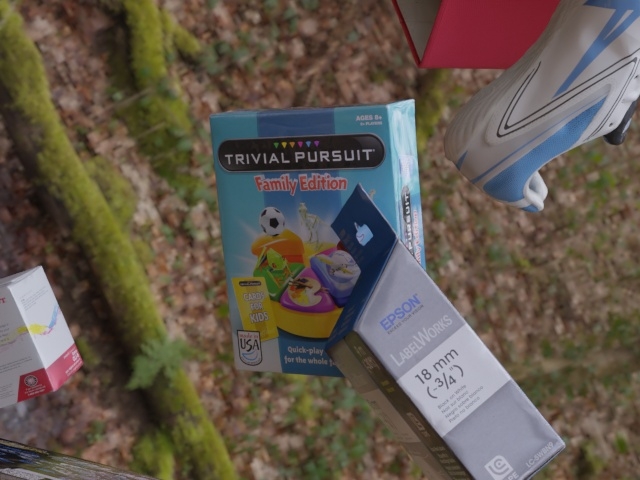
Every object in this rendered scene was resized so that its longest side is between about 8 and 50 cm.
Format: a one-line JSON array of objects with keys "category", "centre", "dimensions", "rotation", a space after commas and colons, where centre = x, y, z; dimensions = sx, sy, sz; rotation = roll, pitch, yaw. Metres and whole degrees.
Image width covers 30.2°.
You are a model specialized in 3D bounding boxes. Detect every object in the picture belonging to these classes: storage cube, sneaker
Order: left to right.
[{"category": "storage cube", "centre": [0.209, -0.336, 1.457], "dimensions": [0.215, 0.193, 0.183], "rotation": [105, -23, -46]}, {"category": "sneaker", "centre": [0.170, -0.114, 0.693], "dimensions": [0.086, 0.237, 0.085], "rotation": [34, 32, -11]}]

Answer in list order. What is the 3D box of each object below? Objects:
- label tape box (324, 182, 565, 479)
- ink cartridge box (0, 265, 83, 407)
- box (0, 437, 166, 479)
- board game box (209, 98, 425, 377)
[{"category": "label tape box", "centre": [0.090, 0.121, 1.282], "dimensions": [0.333, 0.106, 0.240], "rotation": [51, -12, 4]}, {"category": "ink cartridge box", "centre": [-0.471, 0.148, 1.815], "dimensions": [0.127, 0.128, 0.176], "rotation": [-55, 126, -72]}, {"category": "box", "centre": [-0.164, 0.204, 0.848], "dimensions": [0.293, 0.296, 0.073], "rotation": [70, 34, -80]}, {"category": "board game box", "centre": [0.000, 0.000, 1.484], "dimensions": [0.079, 0.254, 0.336], "rotation": [-23, 110, -59]}]
